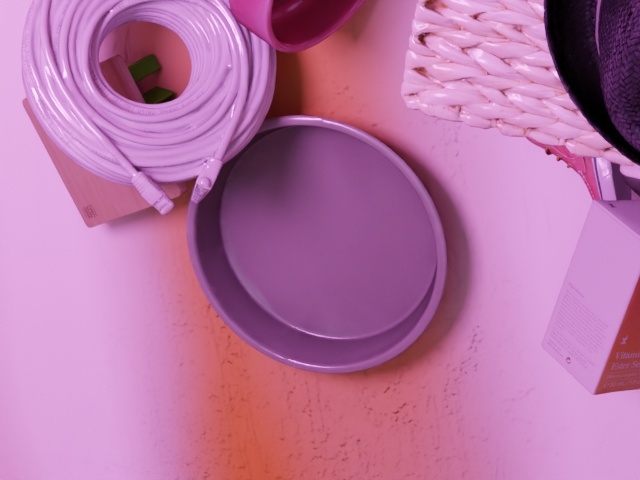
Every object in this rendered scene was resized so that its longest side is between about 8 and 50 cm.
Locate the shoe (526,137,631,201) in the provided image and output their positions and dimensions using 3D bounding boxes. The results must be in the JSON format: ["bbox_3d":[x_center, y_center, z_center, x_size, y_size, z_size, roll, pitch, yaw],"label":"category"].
[{"bbox_3d":[0.248,-0.097,1.543,0.081,0.063,0.178,-11,104,28],"label":"shoe"}]

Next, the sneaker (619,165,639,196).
[{"bbox_3d":[0.354,0.020,1.394,0.104,0.295,0.147,23,92,50],"label":"sneaker"}]

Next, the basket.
[{"bbox_3d":[0.271,-0.237,1.323,0.328,0.331,0.266,17,118,12],"label":"basket"}]

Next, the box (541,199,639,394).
[{"bbox_3d":[0.313,0.053,1.524,0.091,0.130,0.170,47,131,47],"label":"box"}]

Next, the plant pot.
[{"bbox_3d":[-0.047,-0.311,1.500,0.180,0.201,0.201,39,120,20],"label":"plant pot"}]

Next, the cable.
[{"bbox_3d":[-0.171,-0.181,1.580,0.257,0.089,0.257,38,76,-5],"label":"cable"}]

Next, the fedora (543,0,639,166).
[{"bbox_3d":[0.305,-0.151,1.076,0.334,0.152,0.334,9,122,15],"label":"fedora"}]

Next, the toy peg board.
[{"bbox_3d":[-0.217,-0.116,1.710,0.160,0.079,0.161,-17,103,42],"label":"toy peg board"}]

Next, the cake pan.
[{"bbox_3d":[0.000,0.000,1.677,0.293,0.054,0.293,8,114,18],"label":"cake pan"}]
